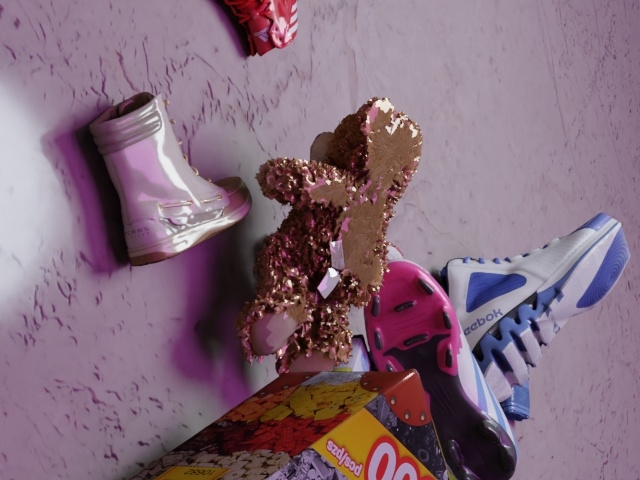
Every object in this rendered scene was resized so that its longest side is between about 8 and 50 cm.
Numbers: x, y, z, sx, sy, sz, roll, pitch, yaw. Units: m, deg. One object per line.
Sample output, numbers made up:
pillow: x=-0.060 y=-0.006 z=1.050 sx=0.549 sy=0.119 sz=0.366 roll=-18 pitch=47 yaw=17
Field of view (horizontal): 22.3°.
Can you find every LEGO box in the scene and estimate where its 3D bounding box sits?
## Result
LEGO box: x=-0.012 y=0.424 z=1.582 sx=0.372 sy=0.193 sz=0.500 roll=-32 pitch=110 yaw=-45

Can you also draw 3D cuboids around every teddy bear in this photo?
teddy bear: x=0.000 y=0.000 z=1.812 sx=0.245 sy=0.113 sz=0.338 roll=14 pitch=86 yaw=-46

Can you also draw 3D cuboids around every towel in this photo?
towel: x=0.288 y=0.207 z=2.428 sx=0.067 sy=0.029 sz=0.119 roll=30 pitch=56 yaw=-54

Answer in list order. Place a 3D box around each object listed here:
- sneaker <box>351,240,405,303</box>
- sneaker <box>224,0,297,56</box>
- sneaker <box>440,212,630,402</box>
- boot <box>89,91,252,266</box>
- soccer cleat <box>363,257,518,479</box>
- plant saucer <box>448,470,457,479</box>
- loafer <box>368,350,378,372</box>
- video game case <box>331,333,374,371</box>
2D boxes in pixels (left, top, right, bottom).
sneaker: x=0.023 y=0.041 z=1.978 sx=0.225 sy=0.088 sz=0.092 roll=9 pitch=80 yaw=-51
sneaker: x=-0.079 y=-0.285 z=1.889 sx=0.221 sy=0.087 sz=0.128 roll=-4 pitch=83 yaw=-59
sneaker: x=0.270 y=0.059 z=2.257 sx=0.315 sy=0.182 sz=0.127 roll=-44 pitch=145 yaw=-14
boot: x=-0.155 y=-0.079 z=1.702 sx=0.213 sy=0.077 sz=0.165 roll=-35 pitch=109 yaw=-58
soccer cleat: x=0.139 y=0.162 z=2.013 sx=0.331 sy=0.116 sz=0.143 roll=63 pitch=2 yaw=-16
plant saucer: x=0.179 y=0.358 z=2.171 sx=0.188 sy=0.045 sz=0.188 roll=22 pitch=62 yaw=-57
loafer: x=0.100 y=0.211 z=2.068 sx=0.170 sy=0.062 sz=0.061 roll=64 pitch=28 yaw=-27
video game case: x=0.051 y=0.289 z=1.903 sx=0.248 sy=0.035 sz=0.274 roll=-70 pitch=147 yaw=-60
